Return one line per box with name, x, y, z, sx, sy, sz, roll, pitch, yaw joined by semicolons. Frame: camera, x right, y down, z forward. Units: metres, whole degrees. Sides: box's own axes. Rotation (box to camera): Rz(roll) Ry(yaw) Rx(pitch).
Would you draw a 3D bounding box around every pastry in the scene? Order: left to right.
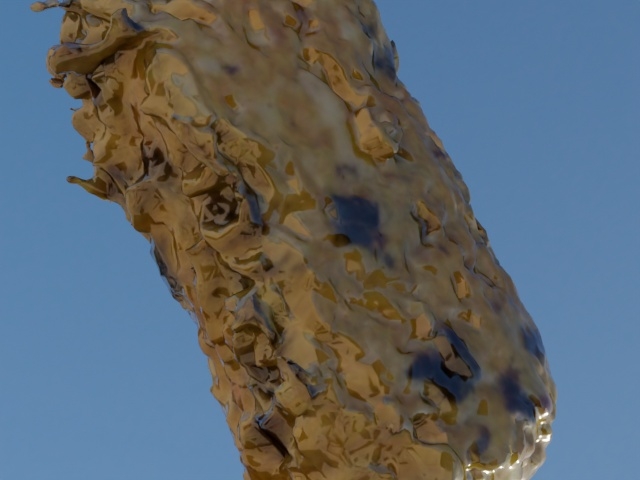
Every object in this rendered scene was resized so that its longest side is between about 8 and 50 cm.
pastry;0.000;0.000;0.365;0.056;0.080;0.140;-30;-93;48
